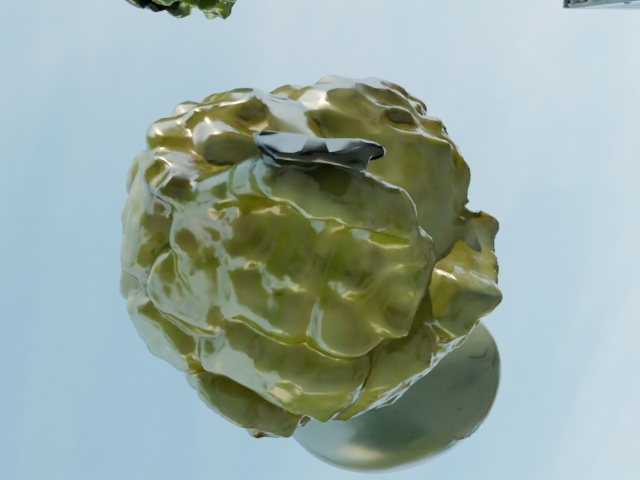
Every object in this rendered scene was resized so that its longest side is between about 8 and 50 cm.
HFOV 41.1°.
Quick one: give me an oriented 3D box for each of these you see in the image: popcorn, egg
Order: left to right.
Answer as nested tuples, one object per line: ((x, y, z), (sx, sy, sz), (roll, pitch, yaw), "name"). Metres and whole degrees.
((-0.001, 0.008, 0.602), (0.293, 0.293, 0.237), (-14, -64, -38), "popcorn")
((0.072, 0.159, 0.969), (0.203, 0.283, 0.202), (27, -126, -45), "egg")

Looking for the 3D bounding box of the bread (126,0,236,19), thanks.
((-0.179, -0.450, 0.902), (0.251, 0.208, 0.376), (1, -109, -29), "bread")

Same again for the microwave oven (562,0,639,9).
((0.271, -0.287, 0.593), (0.145, 0.194, 0.240), (-1, -78, -10), "microwave oven")
